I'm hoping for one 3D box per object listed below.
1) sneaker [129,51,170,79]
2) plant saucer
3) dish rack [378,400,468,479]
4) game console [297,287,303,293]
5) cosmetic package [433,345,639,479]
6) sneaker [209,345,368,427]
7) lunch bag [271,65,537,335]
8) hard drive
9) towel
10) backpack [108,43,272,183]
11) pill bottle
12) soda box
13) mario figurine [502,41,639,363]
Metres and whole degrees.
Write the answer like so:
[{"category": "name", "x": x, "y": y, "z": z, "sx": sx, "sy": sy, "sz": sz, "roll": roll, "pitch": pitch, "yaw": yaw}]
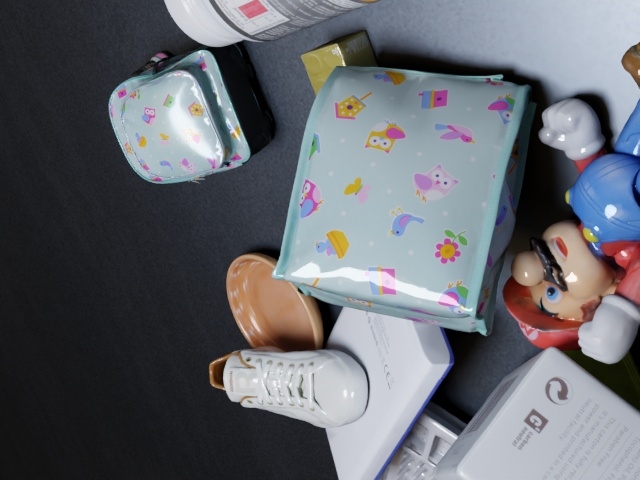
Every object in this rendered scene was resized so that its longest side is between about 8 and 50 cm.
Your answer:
[{"category": "sneaker", "x": -0.266, "y": -0.196, "z": 1.263, "sx": 0.072, "sy": 0.077, "sz": 0.178, "roll": 42, "pitch": 138, "yaw": 16}, {"category": "plant saucer", "x": -0.063, "y": 0.106, "z": 1.290, "sx": 0.200, "sy": 0.037, "sz": 0.200, "roll": 28, "pitch": 133, "yaw": 36}, {"category": "dish rack", "x": 0.189, "y": 0.373, "z": 1.219, "sx": 0.285, "sy": 0.072, "sz": 0.332, "roll": 31, "pitch": 133, "yaw": 24}, {"category": "game console", "x": 0.000, "y": 0.000, "z": 1.152, "sx": 0.071, "sy": 0.107, "sz": 0.122, "roll": 36, "pitch": 145, "yaw": -23}, {"category": "cosmetic package", "x": 0.347, "y": 0.324, "z": 0.881, "sx": 0.453, "sy": 0.161, "sz": 0.230, "roll": 38, "pitch": 168, "yaw": 12}, {"category": "sneaker", "x": -0.056, "y": 0.202, "z": 1.184, "sx": 0.290, "sy": 0.123, "sz": 0.105, "roll": -5, "pitch": 87, "yaw": 54}, {"category": "lunch bag", "x": 0.093, "y": -0.055, "z": 0.901, "sx": 0.223, "sy": 0.262, "sz": 0.160, "roll": 9, "pitch": 168, "yaw": 20}, {"category": "hard drive", "x": 0.070, "y": 0.167, "z": 1.135, "sx": 0.318, "sy": 0.040, "sz": 0.210, "roll": 112, "pitch": 151, "yaw": -44}, {"category": "towel", "x": 0.322, "y": 0.170, "z": 0.998, "sx": 0.102, "sy": 0.021, "sz": 0.237, "roll": -16, "pitch": 104, "yaw": 46}, {"category": "backpack", "x": -0.182, "y": -0.156, "z": 1.135, "sx": 0.188, "sy": 0.144, "sz": 0.165, "roll": -12, "pitch": 109, "yaw": 32}, {"category": "pill bottle", "x": -0.038, "y": -0.303, "z": 0.917, "sx": 0.278, "sy": 0.162, "sz": 0.162, "roll": -7, "pitch": 111, "yaw": 45}, {"category": "soda box", "x": 0.045, "y": -0.148, "z": 1.019, "sx": 0.061, "sy": 0.058, "sz": 0.181, "roll": -5, "pitch": 112, "yaw": 44}, {"category": "mario figurine", "x": 0.253, "y": -0.018, "z": 0.817, "sx": 0.170, "sy": 0.198, "sz": 0.320, "roll": 26, "pitch": 128, "yaw": 12}]
